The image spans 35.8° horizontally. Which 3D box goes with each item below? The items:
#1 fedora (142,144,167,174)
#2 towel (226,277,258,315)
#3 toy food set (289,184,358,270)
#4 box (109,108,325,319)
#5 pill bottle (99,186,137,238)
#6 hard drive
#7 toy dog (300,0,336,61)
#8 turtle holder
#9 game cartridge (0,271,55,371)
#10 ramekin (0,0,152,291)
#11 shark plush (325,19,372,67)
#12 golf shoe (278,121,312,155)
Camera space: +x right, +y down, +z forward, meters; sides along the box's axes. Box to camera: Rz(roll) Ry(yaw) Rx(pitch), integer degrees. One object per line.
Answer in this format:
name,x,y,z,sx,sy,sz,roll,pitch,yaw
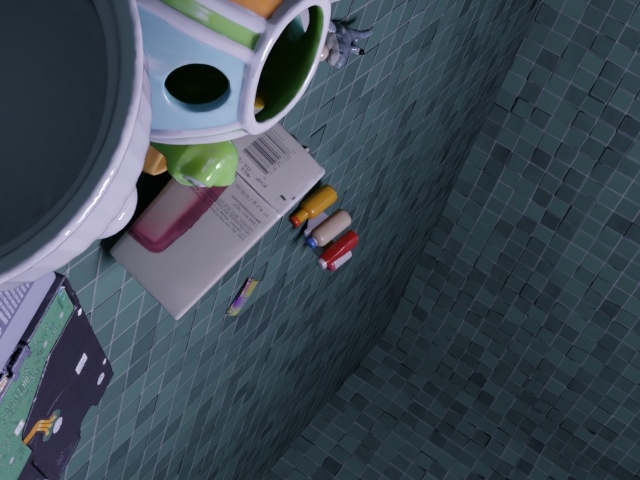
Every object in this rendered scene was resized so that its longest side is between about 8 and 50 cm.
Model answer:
fedora,-0.179,-0.137,1.103,0.194,0.079,0.194,-52,166,-19
towel,-0.150,0.108,1.907,0.083,0.009,0.060,-58,167,5
toy food set,0.000,0.000,1.992,0.104,0.111,0.232,-39,161,-21
box,-0.130,-0.036,1.238,0.232,0.127,0.148,-43,-177,34
pill bottle,-0.223,-0.060,0.846,0.108,0.108,0.193,-56,167,-6
hard drive,-0.351,0.197,1.185,0.339,0.064,0.237,95,17,-65
toy dog,0.019,-0.332,1.184,0.220,0.161,0.333,-54,166,-12
turtle holder,-0.129,-0.177,0.869,0.243,0.227,0.320,-34,153,-60
game cartridge,-0.331,0.028,0.915,0.294,0.060,0.196,92,17,-64
ramekin,-0.236,-0.092,0.611,0.277,0.277,0.135,-56,176,-4
shark plush,0.036,-0.296,1.523,0.073,0.067,0.161,-63,165,21
golf shoe,-0.135,-0.075,1.380,0.273,0.120,0.105,-39,-173,28
